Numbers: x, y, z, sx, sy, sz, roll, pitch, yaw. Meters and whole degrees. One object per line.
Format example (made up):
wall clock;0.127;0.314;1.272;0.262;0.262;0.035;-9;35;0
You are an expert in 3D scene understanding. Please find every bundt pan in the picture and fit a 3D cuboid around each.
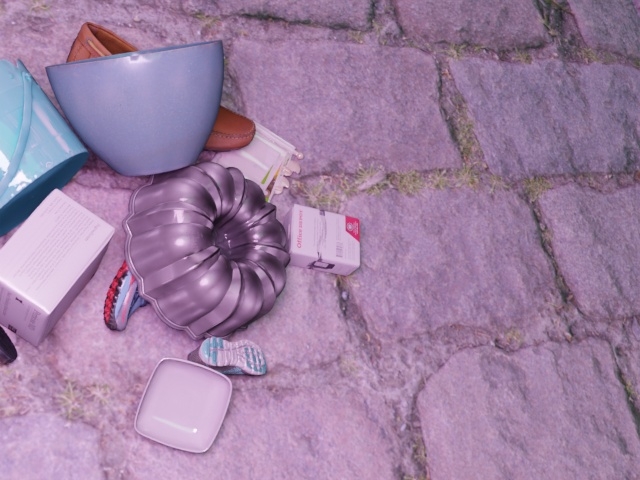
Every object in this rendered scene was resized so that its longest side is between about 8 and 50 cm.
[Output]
bundt pan;-0.176;0.005;1.374;0.330;0.124;0.331;28;52;-42

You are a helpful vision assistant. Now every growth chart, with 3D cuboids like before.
growth chart;-0.145;-0.147;1.596;0.172;0.021;0.237;40;56;-5

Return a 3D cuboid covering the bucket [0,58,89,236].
bucket;-0.526;-0.133;1.254;0.183;0.281;0.281;48;55;-5

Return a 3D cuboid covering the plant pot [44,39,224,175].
plant pot;-0.294;-0.218;1.315;0.290;0.290;0.196;-18;109;-32

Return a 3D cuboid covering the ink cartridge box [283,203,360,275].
ink cartridge box;0.000;0.000;1.573;0.150;0.063;0.109;12;62;-21

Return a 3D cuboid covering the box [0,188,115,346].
box;-0.442;0.047;1.256;0.119;0.181;0.182;35;56;-7

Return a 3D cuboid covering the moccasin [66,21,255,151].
moccasin;-0.295;-0.296;1.507;0.380;0.147;0.139;30;31;-7

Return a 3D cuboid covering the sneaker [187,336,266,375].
sneaker;-0.168;0.212;1.389;0.166;0.076;0.065;24;50;-45

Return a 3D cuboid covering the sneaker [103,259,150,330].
sneaker;-0.285;0.057;1.379;0.125;0.104;0.262;31;57;-13

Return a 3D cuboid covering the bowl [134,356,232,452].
bowl;-0.231;0.273;1.313;0.142;0.053;0.142;23;84;-14

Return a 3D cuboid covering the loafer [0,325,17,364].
loafer;-0.560;0.144;1.236;0.170;0.062;0.061;43;94;-10
